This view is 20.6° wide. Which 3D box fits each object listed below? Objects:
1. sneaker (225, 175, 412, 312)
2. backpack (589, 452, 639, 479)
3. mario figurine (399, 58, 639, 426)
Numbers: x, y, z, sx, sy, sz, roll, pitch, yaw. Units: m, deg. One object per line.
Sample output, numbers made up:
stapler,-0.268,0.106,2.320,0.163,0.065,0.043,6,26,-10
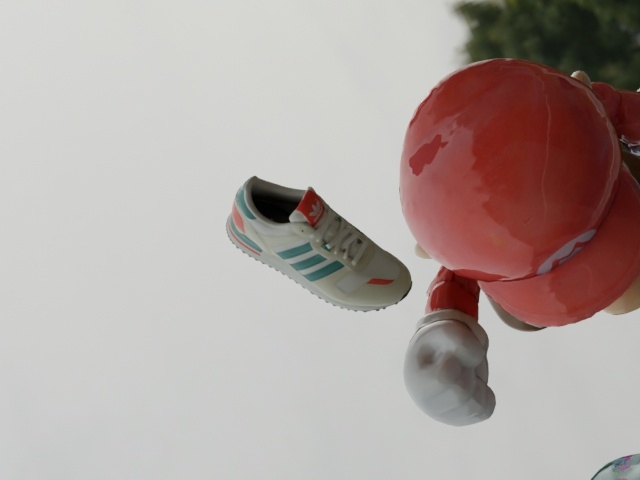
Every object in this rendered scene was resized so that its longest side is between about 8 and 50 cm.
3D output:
sneaker,0.000,0.000,1.405,0.161,0.075,0.057,27,-120,8
backpack,0.271,0.268,1.466,0.115,0.152,0.182,60,-140,-31
mario figurine,0.140,0.004,0.969,0.320,0.170,0.198,10,-96,-78
